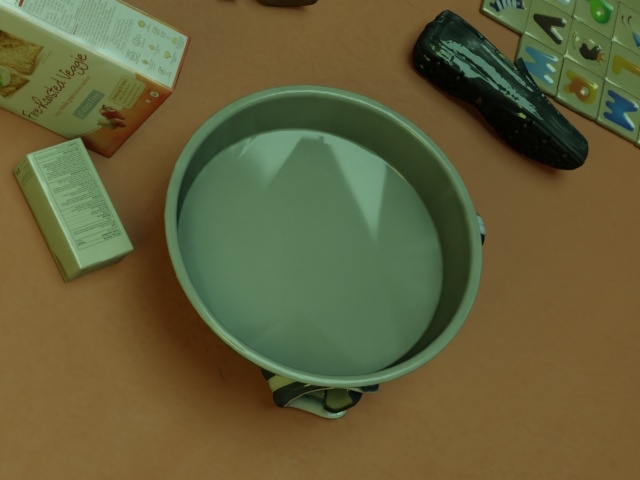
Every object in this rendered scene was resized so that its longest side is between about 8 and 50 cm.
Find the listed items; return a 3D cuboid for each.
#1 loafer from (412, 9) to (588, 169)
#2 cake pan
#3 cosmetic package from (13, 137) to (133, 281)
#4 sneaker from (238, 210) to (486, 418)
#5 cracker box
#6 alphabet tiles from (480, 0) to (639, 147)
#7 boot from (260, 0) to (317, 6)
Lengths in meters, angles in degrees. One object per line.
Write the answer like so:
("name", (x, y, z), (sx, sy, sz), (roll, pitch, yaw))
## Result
("loafer", (0.201, -0.161, 1.691), (0.223, 0.076, 0.078), (37, 64, -7))
("cake pan", (0.000, 0.000, 1.426), (0.293, 0.054, 0.293), (7, 65, -15))
("cosmetic package", (-0.221, -0.027, 1.419), (0.060, 0.041, 0.115), (-20, 81, -34))
("sneaker", (0.054, 0.071, 1.499), (0.282, 0.099, 0.153), (-16, 74, -26))
("cracker box", (-0.251, -0.172, 1.392), (0.232, 0.156, 0.067), (26, 61, -18))
("alphabet tiles", (0.343, -0.254, 1.850), (0.342, 0.011, 0.285), (27, 59, -18))
("boot", (-0.061, -0.286, 1.616), (0.118, 0.042, 0.087), (5, 66, -28))
